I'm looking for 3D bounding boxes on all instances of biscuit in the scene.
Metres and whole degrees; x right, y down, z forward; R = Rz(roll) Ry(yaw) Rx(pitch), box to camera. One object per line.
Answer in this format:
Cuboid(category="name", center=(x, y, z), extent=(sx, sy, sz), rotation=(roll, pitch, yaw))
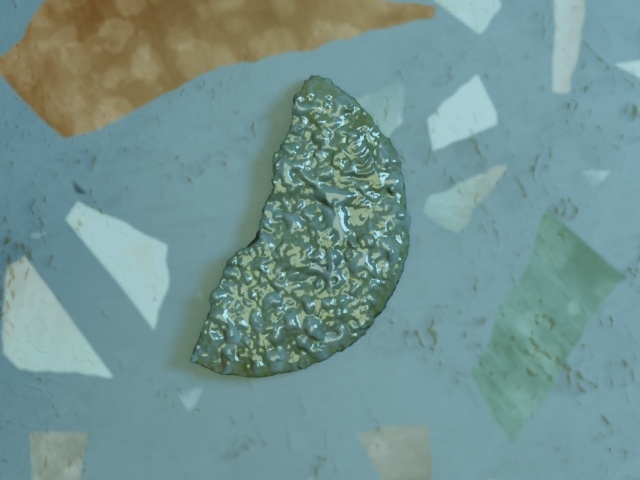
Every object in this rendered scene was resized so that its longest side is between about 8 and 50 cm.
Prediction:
Cuboid(category="biscuit", center=(0.001, 0.004, 1.112), extent=(0.133, 0.032, 0.250), rotation=(23, 88, 2))
